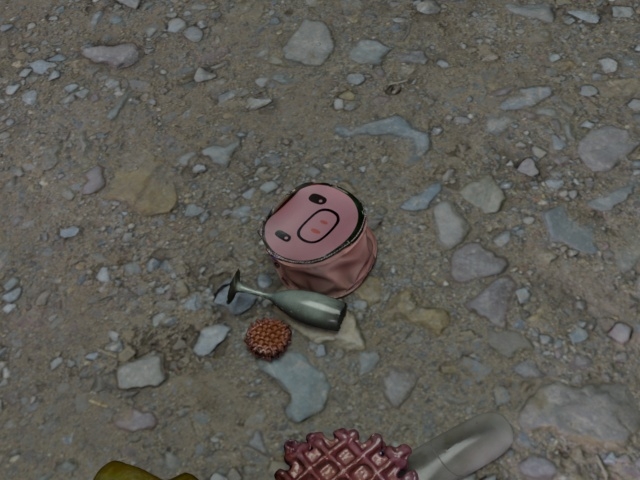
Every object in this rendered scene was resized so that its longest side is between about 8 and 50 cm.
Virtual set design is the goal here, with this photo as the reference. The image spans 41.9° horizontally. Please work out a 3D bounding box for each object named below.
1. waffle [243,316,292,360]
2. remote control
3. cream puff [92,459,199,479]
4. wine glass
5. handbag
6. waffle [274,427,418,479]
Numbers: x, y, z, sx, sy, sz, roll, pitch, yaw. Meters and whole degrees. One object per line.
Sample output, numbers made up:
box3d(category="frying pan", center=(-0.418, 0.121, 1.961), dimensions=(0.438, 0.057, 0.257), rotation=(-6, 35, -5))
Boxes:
box3d(category="waffle", center=(-0.086, 0.161, 1.389), dimensions=(0.075, 0.029, 0.083), rotation=(13, 49, 9))
box3d(category="remote control", center=(0.185, 0.319, 1.234), dimensions=(0.229, 0.044, 0.073), rotation=(-24, 56, -14))
box3d(category="cream puff", center=(-0.235, 0.428, 1.008), dimensions=(0.324, 0.269, 0.274), rotation=(6, 36, 9))
box3d(category="wine glass", center=(-0.056, 0.105, 1.409), dimensions=(0.198, 0.066, 0.066), rotation=(16, 54, 10))
box3d(category="handbag", center=(0.000, -0.001, 1.458), dimensions=(0.179, 0.116, 0.205), rotation=(28, 59, 25))
box3d(category="waffle", center=(0.031, 0.379, 1.175), dimensions=(0.221, 0.055, 0.234), rotation=(1, 61, 13))
